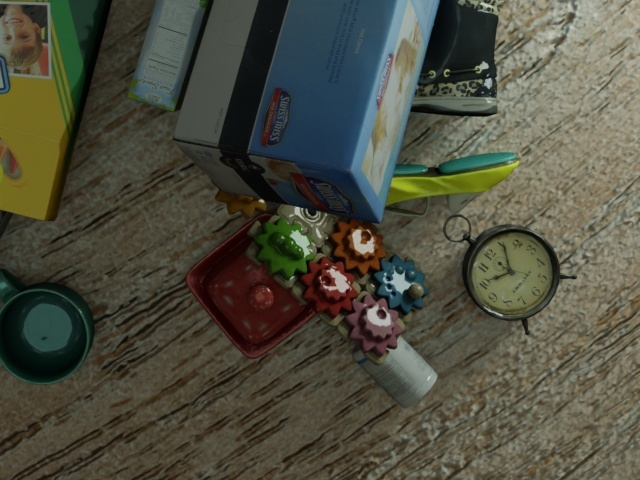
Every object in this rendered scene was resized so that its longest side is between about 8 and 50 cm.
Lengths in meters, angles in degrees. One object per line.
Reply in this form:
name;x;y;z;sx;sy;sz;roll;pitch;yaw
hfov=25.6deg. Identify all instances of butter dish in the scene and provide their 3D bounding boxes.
butter dish;-0.082;0.069;1.903;0.160;0.118;0.160;-38;98;3

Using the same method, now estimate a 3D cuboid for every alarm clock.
alarm clock;0.246;0.030;1.940;0.192;0.064;0.129;39;94;-9

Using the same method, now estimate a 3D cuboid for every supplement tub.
supplement tub;0.102;0.171;1.948;0.071;0.071;0.107;-43;97;3

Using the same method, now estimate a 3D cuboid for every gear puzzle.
gear puzzle;0.000;0.000;1.886;0.339;0.044;0.175;40;55;-6

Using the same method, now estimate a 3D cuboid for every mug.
mug;-0.373;0.108;1.905;0.129;0.097;0.158;-6;97;-1

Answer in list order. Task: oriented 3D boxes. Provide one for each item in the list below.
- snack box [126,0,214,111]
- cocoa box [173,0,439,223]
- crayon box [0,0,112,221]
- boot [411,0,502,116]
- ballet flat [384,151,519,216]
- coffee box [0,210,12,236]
snack box;-0.184;-0.275;1.826;0.070;0.174;0.207;16;96;-3
cocoa box;-0.003;-0.228;1.743;0.228;0.231;0.347;12;78;14
crayon box;-0.475;-0.218;1.767;0.363;0.106;0.313;14;88;-5
boot;0.131;-0.264;1.892;0.236;0.085;0.179;7;92;-3
ballet flat;0.157;-0.072;1.921;0.231;0.077;0.077;-5;105;5
coffee box;-0.501;-0.015;1.882;0.141;0.098;0.246;28;95;-5
